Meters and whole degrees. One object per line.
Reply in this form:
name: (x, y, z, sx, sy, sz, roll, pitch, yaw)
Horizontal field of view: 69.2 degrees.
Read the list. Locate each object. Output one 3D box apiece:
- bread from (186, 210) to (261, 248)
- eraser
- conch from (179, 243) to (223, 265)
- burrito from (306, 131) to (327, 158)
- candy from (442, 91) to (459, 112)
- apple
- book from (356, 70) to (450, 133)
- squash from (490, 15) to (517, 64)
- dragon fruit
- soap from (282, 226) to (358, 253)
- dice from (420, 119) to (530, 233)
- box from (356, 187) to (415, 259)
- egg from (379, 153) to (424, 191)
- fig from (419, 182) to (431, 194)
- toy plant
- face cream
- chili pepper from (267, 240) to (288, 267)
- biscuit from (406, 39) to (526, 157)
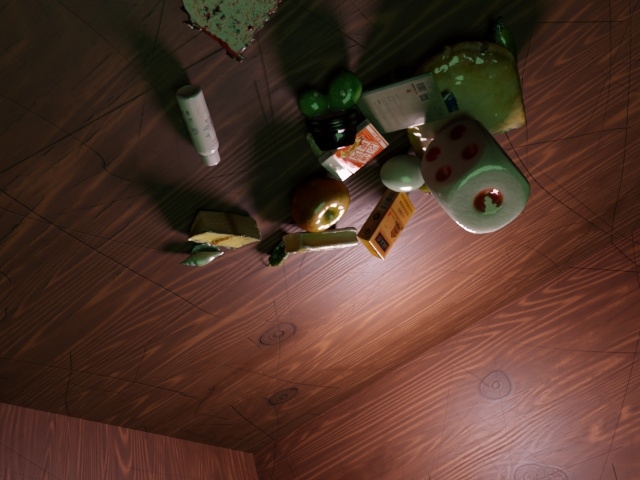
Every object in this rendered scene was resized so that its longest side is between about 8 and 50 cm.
bread: (-0.374, -0.004, 1.791, 0.240, 0.135, 0.178, 8, 130, -35)
eraser: (0.123, -0.326, 1.703, 0.230, 0.038, 0.157, -37, 145, 17)
conch: (-0.485, 0.058, 1.873, 0.180, 0.088, 0.065, -20, -177, -15)
burrito: (0.000, -0.332, 1.689, 0.058, 0.045, 0.188, -18, 145, 17)
candy: (0.405, -0.461, 1.605, 0.136, 0.038, 0.088, -15, 138, 17)
apple: (-0.005, -0.146, 1.793, 0.234, 0.173, 0.210, -25, 142, -15)
book: (0.276, -0.461, 1.585, 0.282, 0.025, 0.215, -5, 148, 31)
squash: (0.645, -0.646, 1.632, 0.087, 0.087, 0.331, -31, 139, 8)
dragon fruit: (-0.222, -0.674, 1.173, 0.282, 0.100, 0.343, 27, 116, -41)
soap: (0.000, 0.000, 1.935, 0.274, 0.089, 0.173, -7, 178, -33)
dice: (0.554, -0.229, 1.674, 0.304, 0.304, 0.277, 32, 122, -29)
box: (0.284, -0.077, 1.980, 0.274, 0.076, 0.174, -56, 138, -11)
egg: (0.329, -0.266, 1.836, 0.192, 0.149, 0.149, -8, 137, -11)
fig: (0.501, -0.311, 1.925, 0.151, 0.151, 0.259, 22, 95, -40)
toy plant: (0.041, -0.425, 1.529, 0.218, 0.175, 0.235, -15, 113, -2)
face cream: (-0.376, -0.352, 1.461, 0.082, 0.082, 0.269, -18, 140, -7)
chili pepper: (-0.178, 0.068, 2.010, 0.073, 0.072, 0.204, 22, 120, -43)
biscuit: (0.497, -0.507, 1.673, 0.429, 0.104, 0.446, -20, 140, 18)
